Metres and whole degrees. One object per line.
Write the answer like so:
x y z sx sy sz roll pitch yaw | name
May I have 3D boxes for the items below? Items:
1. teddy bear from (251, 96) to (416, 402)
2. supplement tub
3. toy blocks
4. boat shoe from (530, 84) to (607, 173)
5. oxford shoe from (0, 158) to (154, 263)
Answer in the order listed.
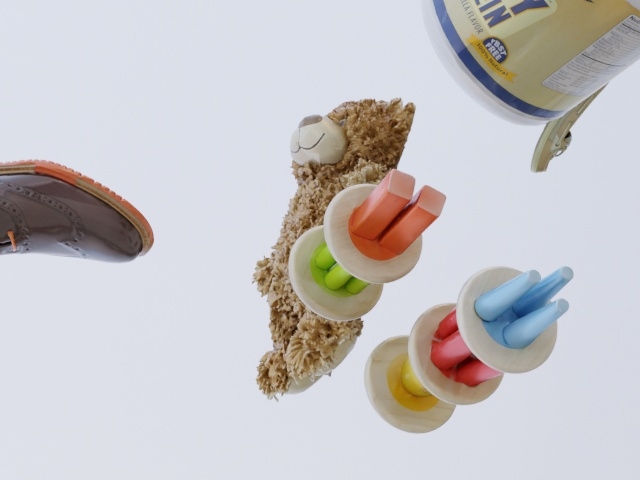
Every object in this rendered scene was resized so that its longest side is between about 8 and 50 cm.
0.000 0.000 1.787 0.113 0.245 0.338 18 -98 -10 | teddy bear
0.285 -0.292 1.900 0.228 0.316 0.228 26 -134 -30 | supplement tub
0.055 0.018 0.840 0.054 0.148 0.123 -30 -97 -33 | toy blocks
0.302 -0.144 2.160 0.153 0.048 0.056 -66 -5 22 | boat shoe
-0.274 -0.011 1.473 0.097 0.271 0.098 86 -160 -49 | oxford shoe
